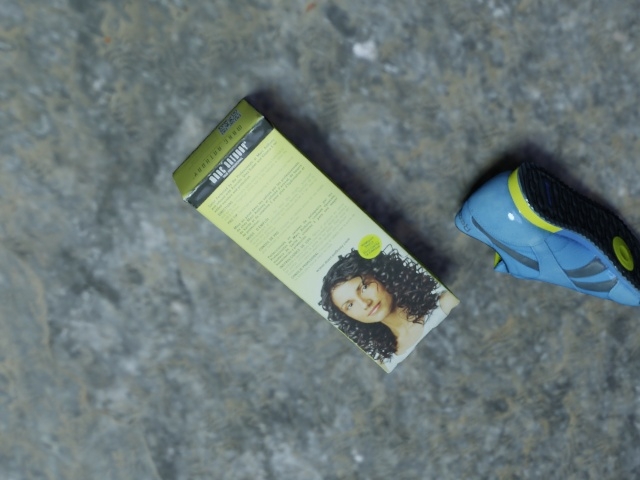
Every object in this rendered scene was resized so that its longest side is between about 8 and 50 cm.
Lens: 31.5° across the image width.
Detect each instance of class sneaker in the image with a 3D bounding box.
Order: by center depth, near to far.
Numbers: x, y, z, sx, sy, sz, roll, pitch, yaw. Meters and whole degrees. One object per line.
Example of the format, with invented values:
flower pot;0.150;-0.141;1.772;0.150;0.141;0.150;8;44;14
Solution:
sneaker;0.198;0.007;0.945;0.209;0.069;0.082;28;134;-33

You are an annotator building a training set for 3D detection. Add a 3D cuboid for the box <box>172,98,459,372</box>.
box;0.000;0.000;0.876;0.232;0.058;0.087;40;96;-26
